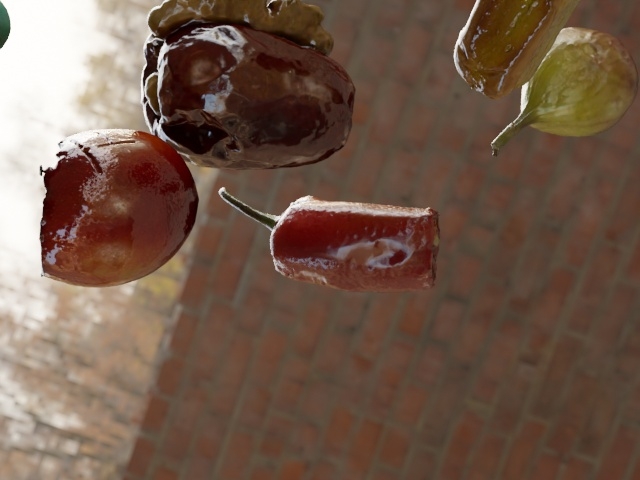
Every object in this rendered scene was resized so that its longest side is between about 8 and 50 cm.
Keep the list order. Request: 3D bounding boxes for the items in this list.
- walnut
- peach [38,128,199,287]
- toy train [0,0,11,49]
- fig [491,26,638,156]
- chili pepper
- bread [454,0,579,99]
[{"bbox_3d":[-0.094,-0.211,2.177,0.222,0.269,0.244,-170,84,-77],"label":"walnut"},{"bbox_3d":[-0.263,-0.038,2.022,0.226,0.196,0.190,-24,-8,-39],"label":"peach"},{"bbox_3d":[-0.470,-0.288,1.984,0.101,0.159,0.248,-53,-27,19],"label":"toy train"},{"bbox_3d":[0.327,-0.192,2.384,0.257,0.159,0.159,-38,-13,-27],"label":"fig"},{"bbox_3d":[-0.001,0.002,2.412,0.134,0.338,0.131,9,-93,-80],"label":"chili pepper"},{"bbox_3d":[0.248,-0.278,2.061,0.094,0.102,0.245,-23,-28,-44],"label":"bread"}]
